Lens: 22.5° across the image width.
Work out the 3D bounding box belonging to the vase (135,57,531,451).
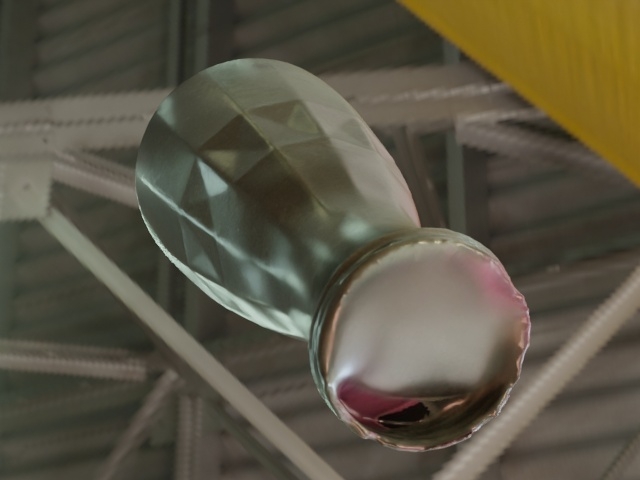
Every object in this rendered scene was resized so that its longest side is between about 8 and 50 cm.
[{"bbox_3d":[0.000,0.000,0.497,0.086,0.086,0.214,-34,-160,-4],"label":"vase"}]
